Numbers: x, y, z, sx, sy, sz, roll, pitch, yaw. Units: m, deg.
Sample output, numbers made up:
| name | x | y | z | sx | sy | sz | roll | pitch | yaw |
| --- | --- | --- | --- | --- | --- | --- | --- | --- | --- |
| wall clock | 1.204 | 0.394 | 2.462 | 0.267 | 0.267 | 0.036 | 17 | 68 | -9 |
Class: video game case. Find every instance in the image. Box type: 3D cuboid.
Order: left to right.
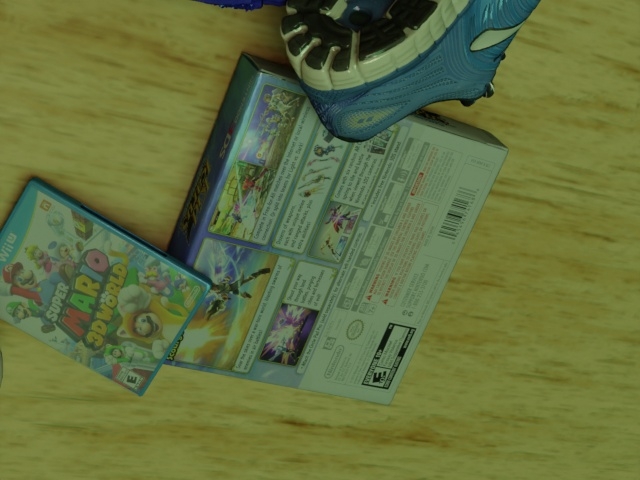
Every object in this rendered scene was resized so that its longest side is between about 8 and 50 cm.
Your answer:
| name | x | y | z | sx | sy | sz | roll | pitch | yaw |
| --- | --- | --- | --- | --- | --- | --- | --- | --- | --- |
| video game case | -0.188 | 0.040 | 0.935 | 0.166 | 0.015 | 0.119 | 31 | 106 | -8 |
| video game case | 0.000 | 0.000 | 1.002 | 0.244 | 0.061 | 0.270 | 14 | 109 | -27 |

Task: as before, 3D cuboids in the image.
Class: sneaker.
| name | x | y | z | sx | sy | sz | roll | pitch | yaw |
| --- | --- | --- | --- | --- | --- | --- | --- | --- | --- |
| sneaker | 0.109 | -0.197 | 0.908 | 0.330 | 0.130 | 0.147 | -38 | 151 | -16 |

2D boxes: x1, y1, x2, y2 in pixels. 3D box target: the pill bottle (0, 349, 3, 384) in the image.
| name | x | y | z | sx | sy | sz | roll | pitch | yaw |
| --- | --- | --- | --- | --- | --- | --- | --- | --- | --- |
| pill bottle | -0.383 | 0.045 | 0.809 | 0.169 | 0.169 | 0.301 | -40 | 123 | 1 |

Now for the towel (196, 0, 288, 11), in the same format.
| name | x | y | z | sx | sy | sz | roll | pitch | yaw |
| --- | --- | --- | --- | --- | --- | --- | --- | --- | --- |
| towel | -0.101 | -0.316 | 0.761 | 0.227 | 0.076 | 0.308 | 8 | 115 | -9 |
